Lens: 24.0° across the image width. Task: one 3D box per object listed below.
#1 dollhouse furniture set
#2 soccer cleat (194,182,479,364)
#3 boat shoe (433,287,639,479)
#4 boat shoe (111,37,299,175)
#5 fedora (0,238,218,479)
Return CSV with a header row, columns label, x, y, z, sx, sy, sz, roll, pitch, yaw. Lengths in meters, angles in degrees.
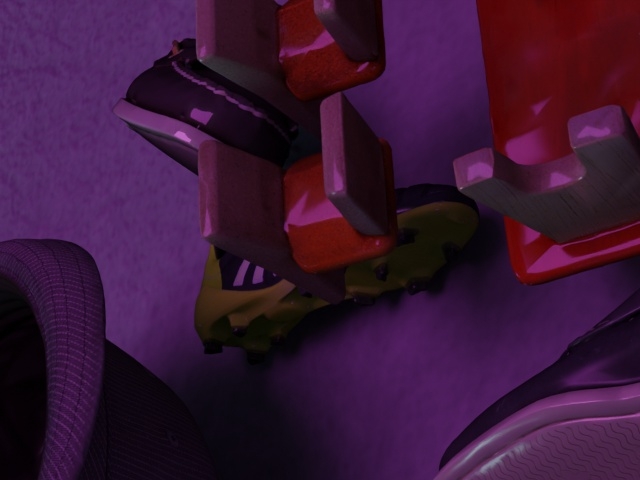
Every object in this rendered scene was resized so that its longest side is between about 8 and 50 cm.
label,x,y,z,sx,sy,sz,roll,pitch,yaw
dollhouse furniture set,0.096,-0.110,0.583,0.262,0.135,0.259,-17,63,27
soccer cleat,0.000,0.000,0.696,0.179,0.060,0.072,-27,54,43
boat shoe,0.131,0.047,0.517,0.233,0.084,0.079,-39,18,38
boat shoe,-0.049,-0.065,0.717,0.069,0.081,0.228,-56,11,-1
fedora,-0.127,0.130,0.664,0.244,0.124,0.275,-55,31,11
